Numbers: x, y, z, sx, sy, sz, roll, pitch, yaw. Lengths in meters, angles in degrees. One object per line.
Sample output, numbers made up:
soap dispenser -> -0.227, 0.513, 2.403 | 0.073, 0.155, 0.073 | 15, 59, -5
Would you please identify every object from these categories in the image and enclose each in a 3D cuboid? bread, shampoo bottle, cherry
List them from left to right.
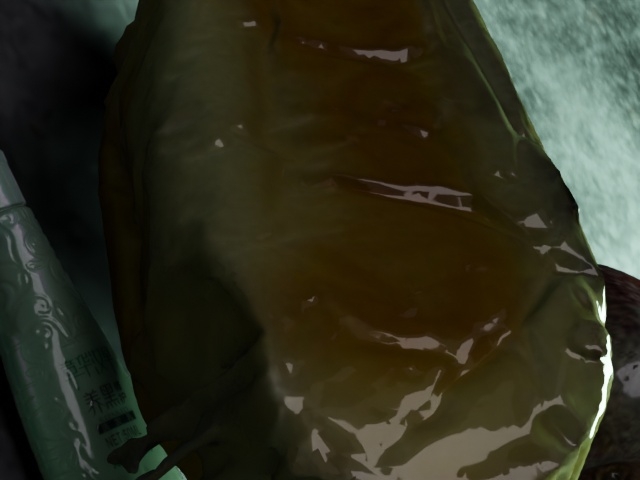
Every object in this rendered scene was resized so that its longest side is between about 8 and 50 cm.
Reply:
shampoo bottle -> -0.125, 0.049, 0.889 | 0.069, 0.041, 0.191 | -21, 84, -44
bread -> 0.013, 0.003, 0.928 | 0.236, 0.183, 0.389 | 7, 50, -16
cherry -> 0.171, 0.089, 1.128 | 0.176, 0.140, 0.176 | 25, 40, -23
